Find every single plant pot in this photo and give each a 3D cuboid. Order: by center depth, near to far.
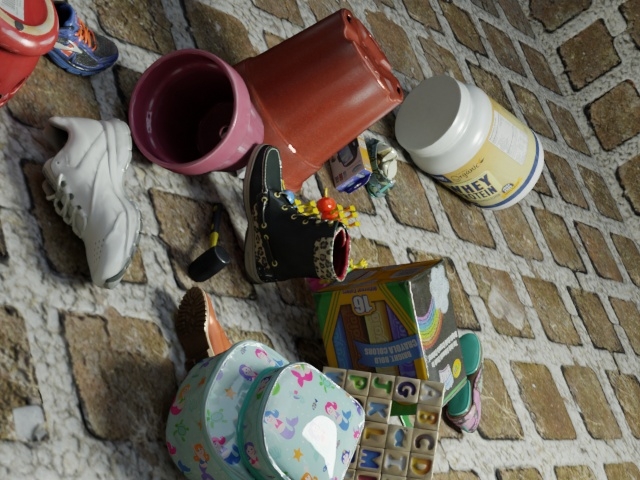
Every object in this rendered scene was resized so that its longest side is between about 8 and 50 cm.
[{"bbox_3d":[-0.467,-0.288,1.562,0.191,0.174,0.191,39,34,-32],"label":"plant pot"},{"bbox_3d":[-0.187,-0.195,1.881,0.180,0.201,0.201,25,39,-65],"label":"plant pot"},{"bbox_3d":[-0.011,-0.269,2.069,0.272,0.265,0.272,50,20,-25],"label":"plant pot"}]

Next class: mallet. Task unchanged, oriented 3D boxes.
[{"bbox_3d":[-0.181,0.001,1.845,0.039,0.062,0.189,43,17,-24],"label":"mallet"}]

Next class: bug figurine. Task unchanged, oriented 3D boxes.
[{"bbox_3d":[0.000,0.000,2.049,0.279,0.072,0.216,6,63,-67],"label":"bug figurine"}]

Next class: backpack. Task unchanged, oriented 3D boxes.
[{"bbox_3d":[-0.078,0.267,1.574,0.253,0.191,0.225,40,48,-17],"label":"backpack"}]

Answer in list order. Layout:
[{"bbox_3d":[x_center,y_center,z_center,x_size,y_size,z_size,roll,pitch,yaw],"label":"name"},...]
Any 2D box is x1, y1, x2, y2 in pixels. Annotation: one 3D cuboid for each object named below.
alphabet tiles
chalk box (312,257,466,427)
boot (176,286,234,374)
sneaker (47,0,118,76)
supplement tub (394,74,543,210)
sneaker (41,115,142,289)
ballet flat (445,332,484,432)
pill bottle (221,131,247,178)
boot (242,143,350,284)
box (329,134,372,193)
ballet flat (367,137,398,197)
[{"bbox_3d":[0.081,0.321,1.764,0.009,0.198,0.237,78,21,-64],"label":"alphabet tiles"},{"bbox_3d":[0.127,0.195,1.915,0.180,0.179,0.288,-24,105,-62],"label":"chalk box"},{"bbox_3d":[-0.166,0.147,1.698,0.085,0.059,0.157,16,57,-53],"label":"boot"},{"bbox_3d":[-0.400,-0.325,1.780,0.221,0.087,0.083,15,50,-50],"label":"sneaker"},{"bbox_3d":[0.345,-0.228,2.643,0.316,0.228,0.228,29,39,-38],"label":"supplement tub"},{"bbox_3d":[-0.335,-0.057,1.624,0.129,0.111,0.297,10,48,-33],"label":"sneaker"},{"bbox_3d":[0.288,0.285,2.225,0.079,0.077,0.221,59,28,-35],"label":"ballet flat"},{"bbox_3d":[-0.147,-0.154,2.029,0.043,0.043,0.083,5,58,-54],"label":"pill bottle"},{"bbox_3d":[-0.036,-0.042,1.867,0.085,0.179,0.236,2,90,-58],"label":"boot"},{"bbox_3d":[0.058,-0.162,2.302,0.028,0.081,0.136,27,40,-41],"label":"box"},{"bbox_3d":[0.139,-0.165,2.443,0.070,0.070,0.188,37,34,-30],"label":"ballet flat"}]
